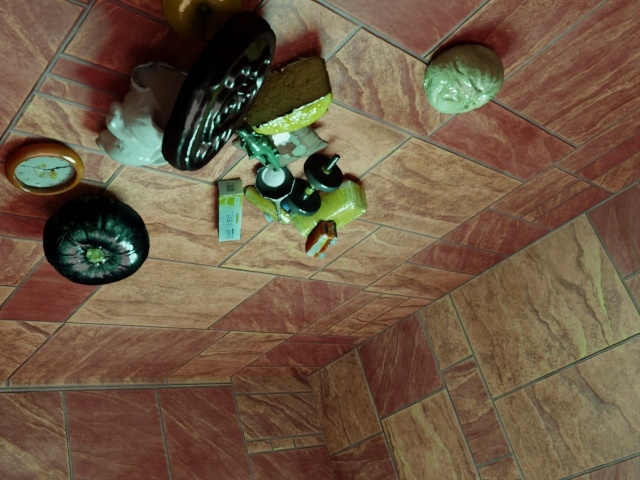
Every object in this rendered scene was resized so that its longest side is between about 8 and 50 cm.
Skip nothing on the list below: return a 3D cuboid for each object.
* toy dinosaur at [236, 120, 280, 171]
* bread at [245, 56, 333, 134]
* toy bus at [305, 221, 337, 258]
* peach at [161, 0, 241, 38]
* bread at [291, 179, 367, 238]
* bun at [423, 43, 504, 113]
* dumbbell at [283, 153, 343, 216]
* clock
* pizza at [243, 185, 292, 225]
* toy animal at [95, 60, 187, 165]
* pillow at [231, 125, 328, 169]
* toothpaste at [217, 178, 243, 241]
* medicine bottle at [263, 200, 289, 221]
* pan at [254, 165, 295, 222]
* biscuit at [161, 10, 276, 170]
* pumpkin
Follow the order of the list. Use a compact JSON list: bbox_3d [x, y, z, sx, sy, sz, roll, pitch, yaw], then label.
[{"bbox_3d":[-0.160,-0.253,1.835,0.079,0.120,0.292,-37,144,7],"label":"toy dinosaur"},{"bbox_3d":[-0.077,-0.382,1.751,0.260,0.161,0.147,-25,157,11],"label":"bread"},{"bbox_3d":[0.000,0.000,2.373,0.077,0.079,0.174,7,147,-24],"label":"toy bus"},{"bbox_3d":[-0.262,-0.521,1.422,0.179,0.103,0.179,-14,157,-6],"label":"peach"},{"bbox_3d":[0.034,-0.114,2.378,0.288,0.120,0.152,-29,155,25],"label":"bread"},{"bbox_3d":[0.424,-0.467,1.906,0.243,0.153,0.244,-14,149,-9],"label":"bun"},{"bbox_3d":[-0.026,-0.185,2.175,0.143,0.143,0.325,2,147,-35],"label":"dumbbell"},{"bbox_3d":[-0.765,-0.198,1.793,0.205,0.051,0.205,-14,152,-8],"label":"clock"},{"bbox_3d":[-0.175,-0.118,2.252,0.063,0.182,0.161,-57,175,-7],"label":"pizza"},{"bbox_3d":[-0.438,-0.304,1.672,0.257,0.194,0.357,-11,167,-35],"label":"toy animal"},{"bbox_3d":[-0.120,-0.301,1.956,0.223,0.084,0.236,-27,152,20],"label":"pillow"},{"bbox_3d":[-0.317,-0.101,2.248,0.089,0.071,0.313,-7,153,-13],"label":"toothpaste"},{"bbox_3d":[-0.113,-0.127,2.340,0.191,0.051,0.051,-26,153,15],"label":"medicine bottle"},{"bbox_3d":[-0.163,-0.170,2.148,0.128,0.048,0.202,14,115,-12],"label":"pan"},{"bbox_3d":[-0.229,-0.338,1.522,0.091,0.408,0.407,31,143,-1],"label":"biscuit"},{"bbox_3d":[-0.697,-0.006,2.010,0.314,0.239,0.316,-8,130,-10],"label":"pumpkin"}]
